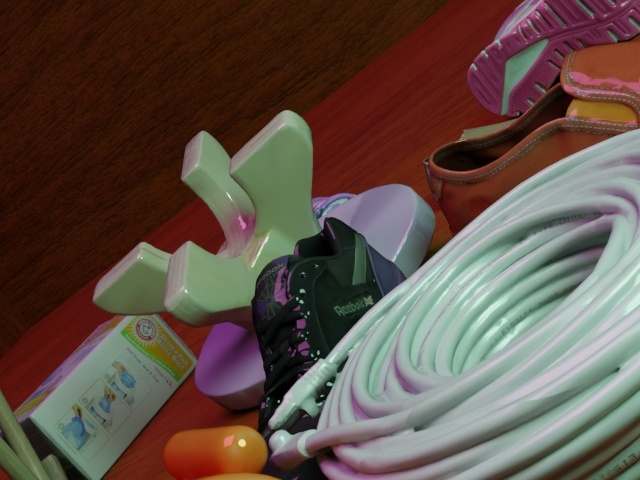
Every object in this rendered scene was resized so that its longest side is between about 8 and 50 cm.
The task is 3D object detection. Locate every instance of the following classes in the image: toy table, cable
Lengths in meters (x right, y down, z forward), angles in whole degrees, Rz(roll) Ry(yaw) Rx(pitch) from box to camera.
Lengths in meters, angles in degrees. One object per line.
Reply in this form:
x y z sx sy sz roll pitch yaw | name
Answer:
-0.057 0.014 0.896 0.274 0.161 0.252 -45 26 12 | toy table
0.113 0.048 0.498 0.257 0.089 0.257 -44 12 -22 | cable

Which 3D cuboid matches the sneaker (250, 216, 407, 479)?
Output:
-0.013 0.082 0.685 0.107 0.124 0.283 -36 12 26 | sneaker

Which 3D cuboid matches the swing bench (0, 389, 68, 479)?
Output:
-0.398 0.255 0.978 0.253 0.254 0.165 -35 -1 -1 | swing bench

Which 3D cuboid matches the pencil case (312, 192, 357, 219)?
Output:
0.000 0.000 1.103 0.088 0.086 0.206 -70 15 -8 | pencil case

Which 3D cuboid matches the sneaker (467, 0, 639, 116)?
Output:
0.267 -0.243 1.098 0.252 0.103 0.111 -34 14 25 | sneaker

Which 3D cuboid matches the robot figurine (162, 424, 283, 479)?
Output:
-0.065 0.178 0.475 0.128 0.158 0.219 -20 -4 -39 | robot figurine

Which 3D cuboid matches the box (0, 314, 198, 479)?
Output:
-0.253 0.180 1.170 0.114 0.103 0.203 -28 16 46 | box

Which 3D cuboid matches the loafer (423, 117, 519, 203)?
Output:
0.157 -0.087 0.984 0.148 0.050 0.056 -34 12 29 | loafer

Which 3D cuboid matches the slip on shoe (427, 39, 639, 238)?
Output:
0.209 -0.091 0.693 0.331 0.101 0.123 -31 12 34 | slip on shoe
